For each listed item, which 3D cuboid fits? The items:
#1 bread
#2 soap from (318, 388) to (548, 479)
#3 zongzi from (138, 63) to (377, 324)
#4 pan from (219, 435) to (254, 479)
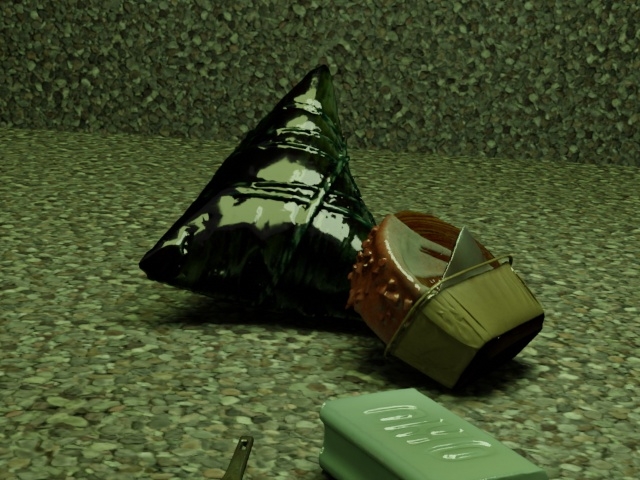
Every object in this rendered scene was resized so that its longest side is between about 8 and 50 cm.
[{"bbox_3d":[0.143,0.060,1.362,0.212,0.142,0.224,46,32,20],"label":"bread"},{"bbox_3d":[0.091,0.198,1.029,0.119,0.066,0.198,-2,15,-30],"label":"soap"},{"bbox_3d":[0.000,0.000,1.556,0.362,0.319,0.383,21,31,6],"label":"zongzi"},{"bbox_3d":[-0.065,0.225,0.914,0.128,0.048,0.202,13,18,28],"label":"pan"}]
